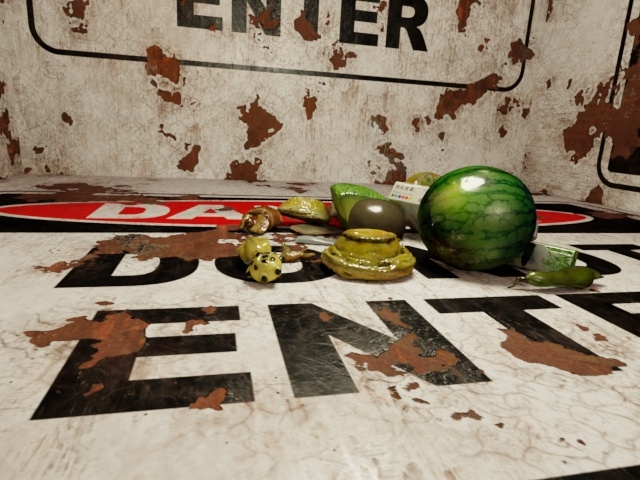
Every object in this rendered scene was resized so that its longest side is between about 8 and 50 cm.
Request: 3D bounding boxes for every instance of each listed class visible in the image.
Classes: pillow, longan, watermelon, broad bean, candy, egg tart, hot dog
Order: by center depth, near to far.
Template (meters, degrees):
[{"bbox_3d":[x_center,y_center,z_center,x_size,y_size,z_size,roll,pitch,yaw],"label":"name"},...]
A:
[{"bbox_3d":[0.700,0.107,1.302,0.325,0.067,0.075,1,2,-19],"label":"broad bean"},{"bbox_3d":[0.148,0.032,1.372,0.294,0.123,0.294,5,14,-1],"label":"egg tart"},{"bbox_3d":[0.492,-0.073,1.422,0.363,0.363,0.363,3,14,-1],"label":"watermelon"},{"bbox_3d":[0.200,-0.052,1.571,0.220,0.196,0.196,8,7,-45],"label":"longan"},{"bbox_3d":[-0.244,-0.089,1.813,0.146,0.103,0.213,9,16,14],"label":"hot dog"},{"bbox_3d":[-0.011,-0.046,1.836,0.211,0.034,0.135,-4,14,-34],"label":"pillow"},{"bbox_3d":[-0.065,-0.128,1.919,0.252,0.098,0.232,9,-8,17],"label":"egg tart"},{"bbox_3d":[0.482,-0.191,2.072,0.260,0.260,0.118,-3,14,-24],"label":"candy"}]

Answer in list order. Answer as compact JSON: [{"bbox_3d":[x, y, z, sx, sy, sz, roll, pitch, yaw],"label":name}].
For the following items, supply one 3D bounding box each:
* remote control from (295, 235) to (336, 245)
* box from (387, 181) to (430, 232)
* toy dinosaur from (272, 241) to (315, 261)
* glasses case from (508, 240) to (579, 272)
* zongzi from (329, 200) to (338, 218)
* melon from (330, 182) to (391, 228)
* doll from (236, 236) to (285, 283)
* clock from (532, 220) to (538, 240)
[{"bbox_3d":[0.000,0.000,1.662,0.184,0.027,0.050,5,14,2],"label":"remote control"},{"bbox_3d":[0.424,-0.118,1.813,0.221,0.091,0.274,16,-19,44],"label":"box"},{"bbox_3d":[-0.112,0.052,1.414,0.126,0.039,0.162,19,30,39],"label":"toy dinosaur"},{"bbox_3d":[0.687,0.047,1.479,0.272,0.095,0.062,16,11,43],"label":"glasses case"},{"bbox_3d":[0.165,-0.152,2.156,0.228,0.115,0.256,1,7,9],"label":"zongzi"},{"bbox_3d":[0.150,-0.125,1.849,0.331,0.226,0.343,15,17,-20],"label":"melon"},{"bbox_3d":[-0.177,0.052,1.294,0.117,0.086,0.291,-20,22,-14],"label":"doll"},{"bbox_3d":[0.680,-0.034,1.686,0.228,0.090,0.248,8,-13,16],"label":"clock"}]
